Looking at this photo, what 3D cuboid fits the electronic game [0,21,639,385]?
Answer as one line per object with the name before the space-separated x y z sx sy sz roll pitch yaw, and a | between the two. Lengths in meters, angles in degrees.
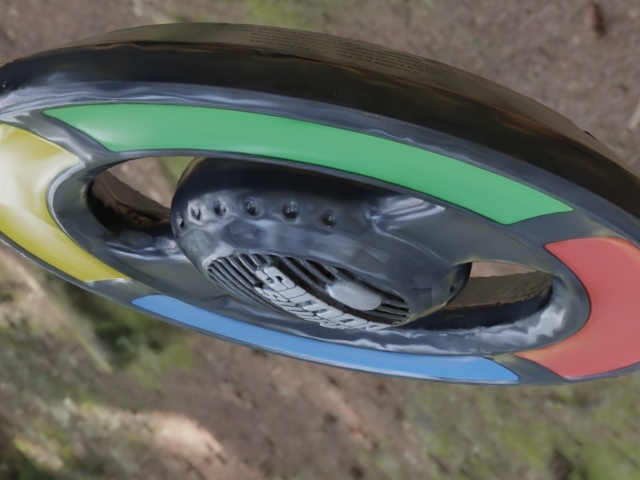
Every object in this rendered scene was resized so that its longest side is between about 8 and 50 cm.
electronic game | 0.000 0.000 0.494 0.229 0.048 0.229 12 161 4
